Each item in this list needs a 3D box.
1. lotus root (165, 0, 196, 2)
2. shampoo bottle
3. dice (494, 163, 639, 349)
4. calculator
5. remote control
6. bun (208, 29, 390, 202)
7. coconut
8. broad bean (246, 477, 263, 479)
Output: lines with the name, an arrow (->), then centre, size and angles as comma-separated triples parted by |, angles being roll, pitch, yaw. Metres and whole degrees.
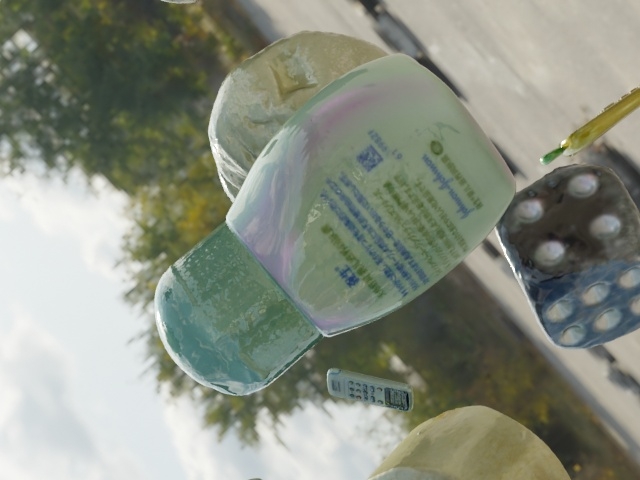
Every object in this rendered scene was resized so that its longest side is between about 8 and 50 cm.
lotus root -> -0.211, -0.395, 2.015 | 0.152, 0.063, 0.072 | -24, -106, -47
shampoo bottle -> 0.000, 0.000, 1.232 | 0.222, 0.349, 0.151 | 49, 180, -35
dice -> 0.348, 0.022, 1.771 | 0.181, 0.182, 0.183 | 53, -167, -47
calculator -> 0.437, -0.183, 2.047 | 0.032, 0.235, 0.146 | 54, -179, 5
remote control -> 0.069, 0.207, 1.847 | 0.124, 0.018, 0.053 | 12, 135, 15
bun -> 0.007, -0.133, 1.981 | 0.360, 0.359, 0.211 | 45, -163, -47
coconut -> 0.200, 0.385, 1.814 | 0.323, 0.323, 0.323 | 48, -178, -2
broad bean -> -0.125, 0.386, 1.633 | 0.052, 0.256, 0.053 | 32, 140, -6
